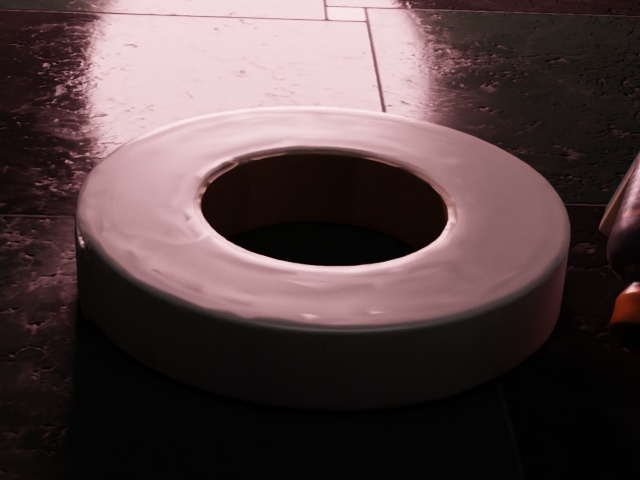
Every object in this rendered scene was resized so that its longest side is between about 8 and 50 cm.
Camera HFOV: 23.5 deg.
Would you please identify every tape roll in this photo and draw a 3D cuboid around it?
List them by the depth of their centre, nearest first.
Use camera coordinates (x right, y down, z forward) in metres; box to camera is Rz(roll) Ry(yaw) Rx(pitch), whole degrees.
[{"bbox_3d":[0.000,0.000,1.215,0.392,0.072,0.392,2,29,-1],"label":"tape roll"}]

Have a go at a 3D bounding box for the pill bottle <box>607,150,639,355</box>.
[{"bbox_3d":[0.292,-0.029,1.138,0.130,0.130,0.246,16,72,22],"label":"pill bottle"}]

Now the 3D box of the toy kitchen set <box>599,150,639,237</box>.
[{"bbox_3d":[0.369,-0.040,1.318,0.207,0.122,0.166,29,32,4],"label":"toy kitchen set"}]
